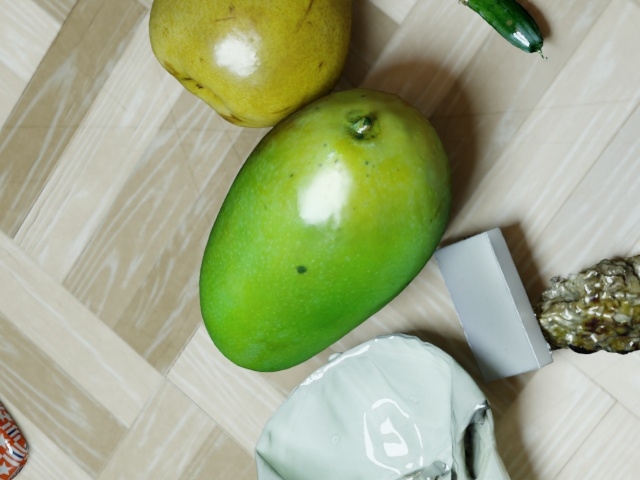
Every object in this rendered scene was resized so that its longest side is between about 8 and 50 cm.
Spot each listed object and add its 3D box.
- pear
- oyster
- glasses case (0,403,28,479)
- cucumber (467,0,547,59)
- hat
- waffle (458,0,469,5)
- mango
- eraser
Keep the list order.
[{"bbox_3d":[-0.062,-0.223,1.894,0.209,0.209,0.208,5,101,25],"label":"pear"},{"bbox_3d":[0.282,0.069,1.861,0.177,0.056,0.105,0,116,26],"label":"oyster"},{"bbox_3d":[-0.420,0.203,2.217,0.194,0.049,0.073,47,113,11],"label":"glasses case"},{"bbox_3d":[0.172,-0.238,1.868,0.168,0.039,0.039,41,113,16],"label":"cucumber"},{"bbox_3d":[0.097,0.260,1.951,0.258,0.168,0.301,-28,111,11],"label":"hat"},{"bbox_3d":[0.181,-0.311,1.837,0.098,0.023,0.152,-1,80,27],"label":"waffle"},{"bbox_3d":[0.000,0.000,1.898,0.201,0.225,0.382,47,133,20],"label":"mango"},{"bbox_3d":[0.176,0.066,1.899,0.104,0.023,0.150,-22,89,59],"label":"eraser"}]
